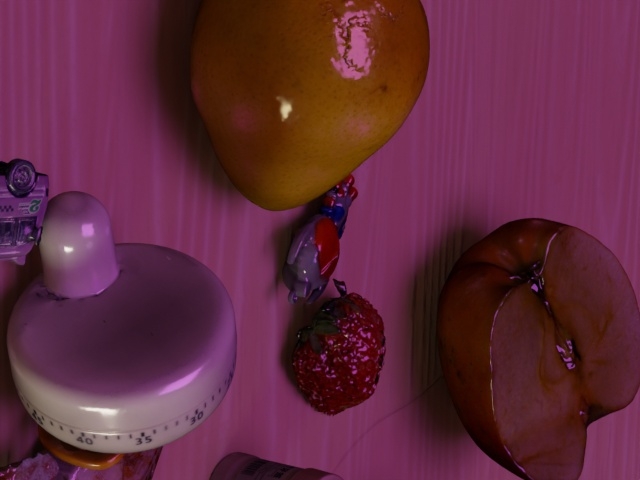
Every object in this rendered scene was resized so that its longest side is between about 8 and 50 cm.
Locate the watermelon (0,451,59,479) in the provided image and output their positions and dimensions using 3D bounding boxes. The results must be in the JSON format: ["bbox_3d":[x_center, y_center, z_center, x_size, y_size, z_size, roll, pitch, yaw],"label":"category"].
[{"bbox_3d":[-0.343,0.289,1.462,0.241,0.094,0.154,-42,109,-52],"label":"watermelon"}]

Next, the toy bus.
[{"bbox_3d":[-0.354,-0.028,1.407,0.199,0.096,0.108,-4,103,-49],"label":"toy bus"}]

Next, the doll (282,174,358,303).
[{"bbox_3d":[-0.001,-0.001,1.888,0.104,0.062,0.195,102,11,-59],"label":"doll"}]

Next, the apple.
[{"bbox_3d":[0.317,0.152,2.138,0.329,0.295,0.365,-96,160,-58],"label":"apple"}]

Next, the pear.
[{"bbox_3d":[-0.028,-0.195,1.688,0.285,0.285,0.336,2,134,-52],"label":"pear"}]

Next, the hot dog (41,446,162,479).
[{"bbox_3d":[-0.223,0.209,1.636,0.131,0.069,0.253,48,55,-33],"label":"hot dog"}]

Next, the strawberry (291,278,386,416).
[{"bbox_3d":[0.032,0.148,1.913,0.140,0.085,0.192,1,107,-55],"label":"strawberry"}]

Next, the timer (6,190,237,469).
[{"bbox_3d":[-0.200,0.087,1.502,0.233,0.233,0.240,-46,148,-38],"label":"timer"}]

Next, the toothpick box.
[{"bbox_3d":[-0.051,0.314,1.799,0.098,0.149,0.098,-11,103,-51],"label":"toothpick box"}]
